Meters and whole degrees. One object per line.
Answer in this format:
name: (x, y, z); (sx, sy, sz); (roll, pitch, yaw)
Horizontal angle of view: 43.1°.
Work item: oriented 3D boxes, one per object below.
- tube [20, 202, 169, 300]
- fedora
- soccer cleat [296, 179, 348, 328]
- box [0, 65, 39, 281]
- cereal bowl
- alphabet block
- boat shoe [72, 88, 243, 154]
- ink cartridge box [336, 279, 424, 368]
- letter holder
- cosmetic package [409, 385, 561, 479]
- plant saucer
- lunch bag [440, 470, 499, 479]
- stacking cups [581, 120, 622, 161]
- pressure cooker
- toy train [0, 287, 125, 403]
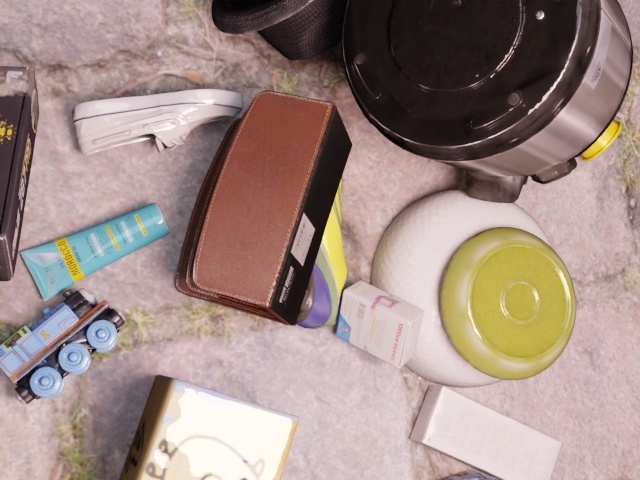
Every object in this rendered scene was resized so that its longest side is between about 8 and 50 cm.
tube: (-0.330, 0.009, 1.204); (0.207, 0.052, 0.080); (-26, 81, -13)
fedora: (-0.007, -0.404, 1.284); (0.334, 0.334, 0.152); (-55, 130, -17)
soccer cleat: (-0.001, 0.001, 1.303); (0.121, 0.093, 0.289); (23, 68, -45)
box: (-0.573, -0.096, 1.013); (0.395, 0.097, 0.318); (1, 47, -11)
cereal bowl: (0.260, 0.074, 1.336); (0.339, 0.141, 0.338); (2, 82, -19)
alphabet block: (-0.165, 0.310, 1.135); (0.192, 0.193, 0.197); (20, 77, -13)
boat shoe: (-0.243, -0.177, 1.241); (0.258, 0.095, 0.084); (-8, 89, -9)
ink cartridge box: (0.093, 0.130, 1.267); (0.052, 0.122, 0.088); (-26, 133, -48)
letter holder: (-0.107, -0.057, 1.188); (0.215, 0.152, 0.301); (15, 78, 16)
cosmetic package: (0.274, 0.333, 1.344); (0.239, 0.060, 0.098); (27, 73, -12)
plant saucer: (0.302, 0.095, 1.253); (0.241, 0.037, 0.240); (3, 81, -19)
lunch bag: (0.195, 0.513, 1.267); (0.303, 0.115, 0.243); (-16, 90, -18)
stacking cups: (0.392, -0.273, 1.457); (0.316, 0.096, 0.096); (37, 73, -8)
pressure cooker: (0.272, -0.273, 1.228); (0.375, 0.370, 0.420); (57, 25, 18)
toy train: (-0.370, 0.146, 1.153); (0.184, 0.080, 0.105); (-42, 90, -19)
